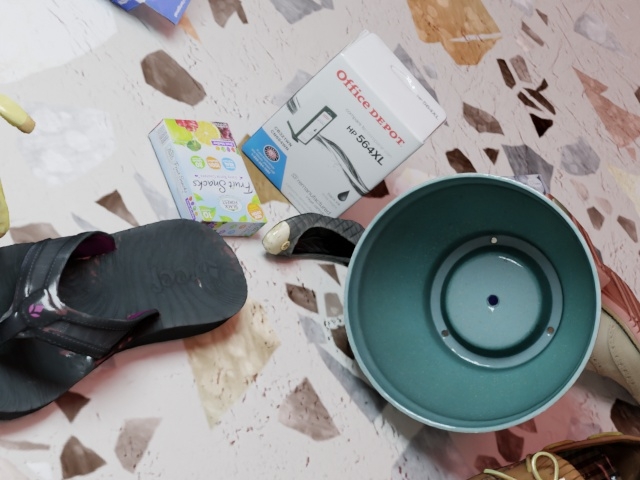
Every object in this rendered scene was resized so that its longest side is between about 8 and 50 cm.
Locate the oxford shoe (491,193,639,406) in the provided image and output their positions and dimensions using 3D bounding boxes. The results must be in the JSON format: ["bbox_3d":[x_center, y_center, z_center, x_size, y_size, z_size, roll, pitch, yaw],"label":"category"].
[{"bbox_3d":[0.341,0.107,2.170,0.397,0.147,0.140,50,15,-28],"label":"oxford shoe"}]

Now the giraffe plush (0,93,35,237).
[{"bbox_3d":[-0.389,-0.107,1.615,0.181,0.210,0.170,15,20,-32],"label":"giraffe plush"}]

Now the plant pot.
[{"bbox_3d":[0.193,0.072,1.950,0.293,0.293,0.196,57,12,10],"label":"plant pot"}]

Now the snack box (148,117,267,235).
[{"bbox_3d":[-0.130,-0.073,1.921,0.100,0.037,0.141,0,59,-43],"label":"snack box"}]

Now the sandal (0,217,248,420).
[{"bbox_3d":[-0.228,0.048,1.664,0.446,0.107,0.167,-22,75,-51],"label":"sandal"}]

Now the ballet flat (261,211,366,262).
[{"bbox_3d":[0.000,0.000,1.966,0.173,0.057,0.049,0,46,-46],"label":"ballet flat"}]

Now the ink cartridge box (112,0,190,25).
[{"bbox_3d":[-0.268,-0.410,1.992,0.311,0.065,0.185,32,72,-18],"label":"ink cartridge box"}]

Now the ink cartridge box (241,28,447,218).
[{"bbox_3d":[0.028,-0.130,1.988,0.148,0.203,0.086,47,38,-2],"label":"ink cartridge box"}]

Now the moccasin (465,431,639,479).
[{"bbox_3d":[0.266,0.304,1.898,0.380,0.147,0.139,-6,63,-47],"label":"moccasin"}]

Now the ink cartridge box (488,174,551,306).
[{"bbox_3d":[0.269,0.008,2.238,0.206,0.045,0.208,-5,64,-46],"label":"ink cartridge box"}]
